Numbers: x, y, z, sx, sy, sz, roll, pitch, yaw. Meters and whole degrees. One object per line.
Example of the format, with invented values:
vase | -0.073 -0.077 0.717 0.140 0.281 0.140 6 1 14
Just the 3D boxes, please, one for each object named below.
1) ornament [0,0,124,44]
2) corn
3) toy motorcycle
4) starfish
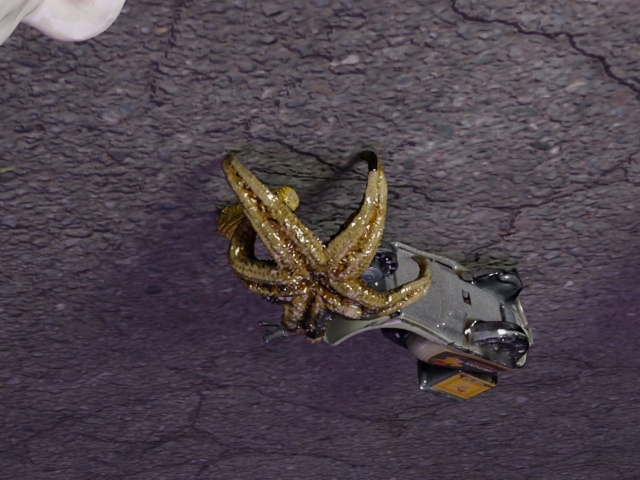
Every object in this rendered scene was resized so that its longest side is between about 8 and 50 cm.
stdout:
ornament | -0.256 -0.195 0.639 0.337 0.337 0.337 -3 153 -1
corn | -0.055 -0.023 1.330 0.083 0.027 0.028 -24 115 31
toy motorcycle | 0.078 0.066 1.450 0.263 0.091 0.157 22 142 -33
starfish | -0.001 -0.002 1.283 0.146 0.074 0.190 -28 121 21
